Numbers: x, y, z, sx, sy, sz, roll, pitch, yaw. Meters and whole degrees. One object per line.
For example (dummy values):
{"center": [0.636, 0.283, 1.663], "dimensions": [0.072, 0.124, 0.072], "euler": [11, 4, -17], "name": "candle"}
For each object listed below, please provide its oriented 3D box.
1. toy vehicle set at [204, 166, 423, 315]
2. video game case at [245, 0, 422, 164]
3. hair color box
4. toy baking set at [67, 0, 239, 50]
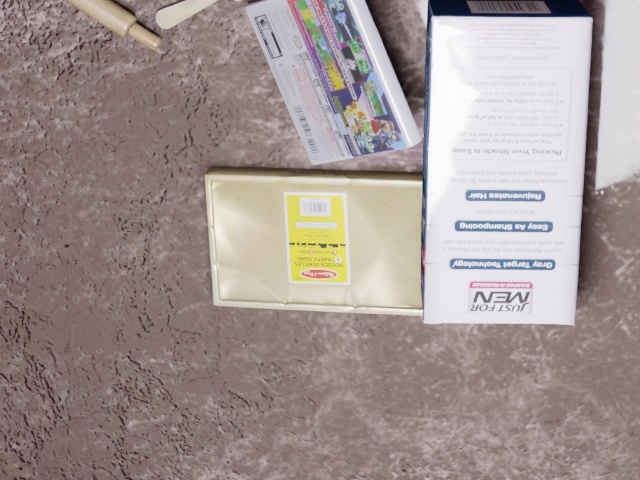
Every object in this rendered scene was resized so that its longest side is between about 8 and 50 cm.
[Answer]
{"center": [0.000, 0.000, 2.034], "dimensions": [0.267, 0.035, 0.166], "euler": [3, 109, 13], "name": "toy vehicle set"}
{"center": [0.013, -0.187, 1.924], "dimensions": [0.183, 0.023, 0.201], "euler": [-7, 110, 53], "name": "video game case"}
{"center": [0.198, -0.085, 1.901], "dimensions": [0.174, 0.105, 0.347], "euler": [1, 108, 0], "name": "hair color box"}
{"center": [-0.199, -0.320, 1.979], "dimensions": [0.256, 0.030, 0.196], "euler": [37, 113, 0], "name": "toy baking set"}
